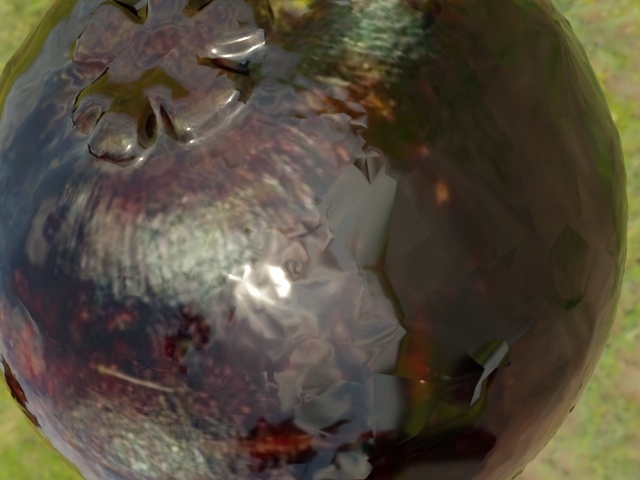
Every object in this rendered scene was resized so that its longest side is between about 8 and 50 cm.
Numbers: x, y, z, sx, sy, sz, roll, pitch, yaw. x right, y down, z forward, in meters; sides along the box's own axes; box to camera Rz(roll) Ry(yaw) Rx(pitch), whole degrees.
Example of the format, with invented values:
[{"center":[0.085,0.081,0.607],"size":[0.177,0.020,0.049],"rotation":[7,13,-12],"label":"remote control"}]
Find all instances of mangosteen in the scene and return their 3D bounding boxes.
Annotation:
[{"center":[-0.005,-0.006,0.849],"size":[0.330,0.330,0.330],"rotation":[38,145,33],"label":"mangosteen"}]
